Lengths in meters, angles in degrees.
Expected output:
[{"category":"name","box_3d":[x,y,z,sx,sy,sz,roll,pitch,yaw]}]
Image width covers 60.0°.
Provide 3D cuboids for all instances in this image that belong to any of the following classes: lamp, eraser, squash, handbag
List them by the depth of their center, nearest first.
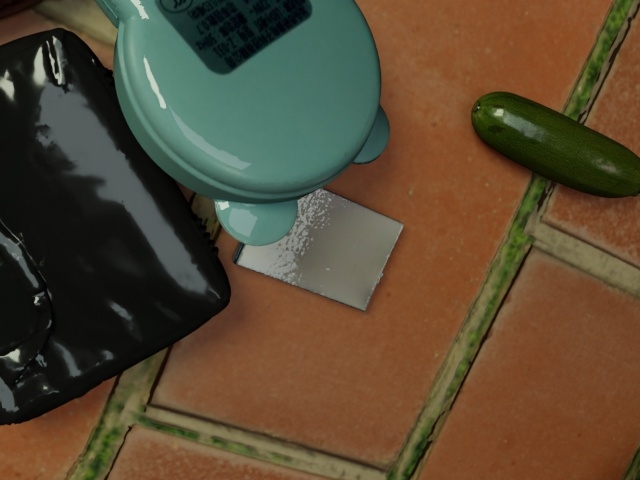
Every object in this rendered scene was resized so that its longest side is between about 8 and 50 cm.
[{"category":"lamp","box_3d":[-0.068,-0.153,0.435,0.209,0.147,0.284,-43,121,-25]},{"category":"handbag","box_3d":[-0.234,-0.006,0.462,0.244,0.088,0.275,-30,110,-6]},{"category":"eraser","box_3d":[0.000,0.000,0.558,0.150,0.023,0.104,22,95,-19]},{"category":"squash","box_3d":[0.268,-0.092,0.589,0.252,0.066,0.066,18,96,-18]}]

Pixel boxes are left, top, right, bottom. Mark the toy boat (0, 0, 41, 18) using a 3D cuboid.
[{"category":"toy boat","box_3d":[-0.283,-0.220,0.400,0.318,0.099,0.141,-17,147,-11]}]
